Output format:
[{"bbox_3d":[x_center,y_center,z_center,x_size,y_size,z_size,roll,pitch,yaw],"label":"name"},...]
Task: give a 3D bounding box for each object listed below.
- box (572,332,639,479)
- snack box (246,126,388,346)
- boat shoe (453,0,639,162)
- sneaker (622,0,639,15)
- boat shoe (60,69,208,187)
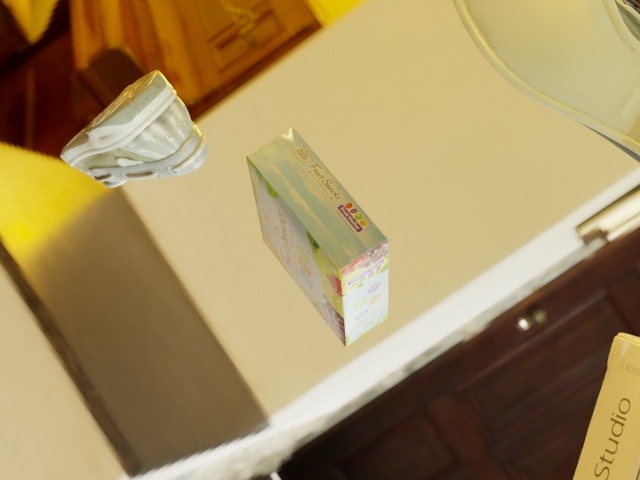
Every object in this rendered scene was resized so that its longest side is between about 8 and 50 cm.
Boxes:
[{"bbox_3d":[0.265,0.200,0.658,0.322,0.232,0.058,16,2,-20],"label":"box"},{"bbox_3d":[0.000,0.000,1.367,0.174,0.070,0.207,51,-15,22],"label":"snack box"},{"bbox_3d":[0.245,-0.148,1.068,0.319,0.116,0.099,39,9,13],"label":"boat shoe"},{"bbox_3d":[0.386,-0.229,1.351,0.153,0.101,0.268,40,42,-21],"label":"sneaker"},{"bbox_3d":[-0.202,-0.105,1.347,0.103,0.118,0.320,47,-18,-12],"label":"boat shoe"}]
